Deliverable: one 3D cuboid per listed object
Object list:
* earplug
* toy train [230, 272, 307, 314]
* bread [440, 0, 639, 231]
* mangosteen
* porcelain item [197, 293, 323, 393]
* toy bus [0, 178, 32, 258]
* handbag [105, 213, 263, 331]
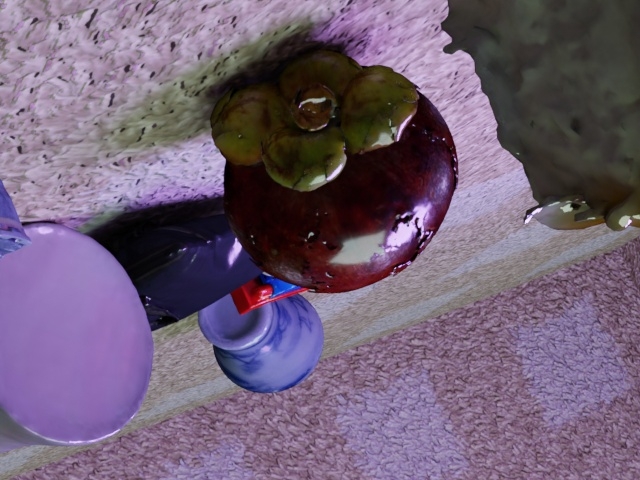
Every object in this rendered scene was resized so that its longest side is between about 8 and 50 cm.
[{"bbox_3d":[-0.299,0.112,1.128,0.301,0.172,0.172,-22,173,38],"label":"earplug"},{"bbox_3d":[0.000,0.000,1.392,0.204,0.083,0.131,-17,169,-44],"label":"toy train"},{"bbox_3d":[0.187,-0.150,0.572,0.279,0.225,0.250,-29,174,25],"label":"bread"},{"bbox_3d":[0.008,-0.054,0.943,0.166,0.166,0.180,-23,145,-1],"label":"mangosteen"},{"bbox_3d":[-0.075,0.112,1.708,0.141,0.141,0.259,-24,161,3],"label":"porcelain item"},{"bbox_3d":[-0.272,0.010,0.822,0.190,0.075,0.064,-23,169,6],"label":"toy bus"},{"bbox_3d":[-0.150,0.037,1.230,0.254,0.089,0.211,-25,173,31],"label":"handbag"}]
